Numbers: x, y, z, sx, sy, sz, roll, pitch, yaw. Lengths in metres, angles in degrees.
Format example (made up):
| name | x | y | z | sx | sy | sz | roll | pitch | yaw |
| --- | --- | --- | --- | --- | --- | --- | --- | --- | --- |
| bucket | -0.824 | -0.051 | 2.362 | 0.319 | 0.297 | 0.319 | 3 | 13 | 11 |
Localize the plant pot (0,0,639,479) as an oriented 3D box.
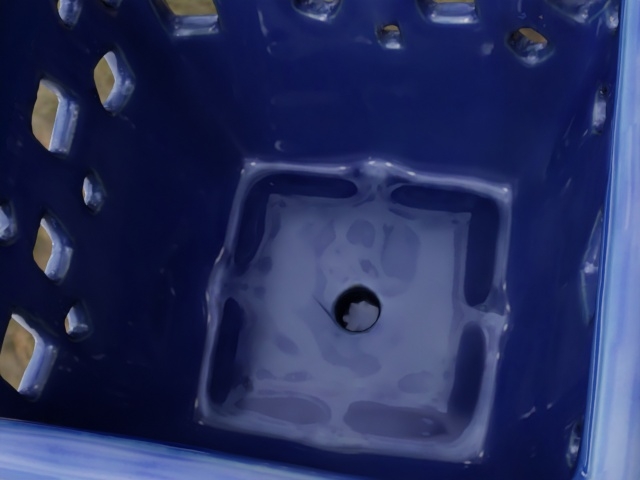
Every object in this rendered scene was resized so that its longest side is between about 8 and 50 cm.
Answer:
| name | x | y | z | sx | sy | sz | roll | pitch | yaw |
| --- | --- | --- | --- | --- | --- | --- | --- | --- | --- |
| plant pot | 0.000 | 0.000 | 0.433 | 0.212 | 0.235 | 0.236 | 67 | -150 | -67 |
